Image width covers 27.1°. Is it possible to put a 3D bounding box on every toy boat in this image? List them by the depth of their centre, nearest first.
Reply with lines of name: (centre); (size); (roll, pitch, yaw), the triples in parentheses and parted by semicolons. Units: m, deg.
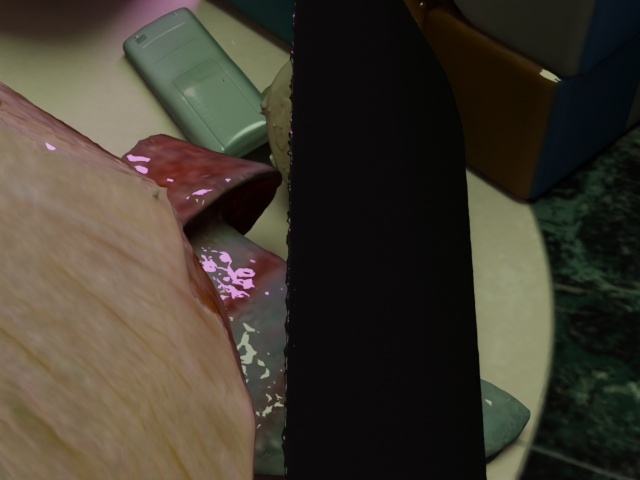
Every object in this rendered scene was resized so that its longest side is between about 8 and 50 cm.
toy boat: (-0.025, 0.064, 0.752); (0.282, 0.096, 0.206); (31, 55, 7)

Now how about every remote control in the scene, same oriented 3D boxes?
remote control: (-0.085, -0.111, 0.935); (0.061, 0.029, 0.162); (-32, 52, -10)

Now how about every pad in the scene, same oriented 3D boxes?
pad: (0.000, -0.001, 0.638); (0.063, 0.315, 0.375); (-13, 55, 20)

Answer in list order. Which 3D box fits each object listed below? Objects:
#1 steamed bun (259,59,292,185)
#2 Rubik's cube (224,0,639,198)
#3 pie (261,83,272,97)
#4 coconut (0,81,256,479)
steamed bun: (0.026, -0.065, 0.861); (0.112, 0.091, 0.130); (-34, 79, -33)
Rubik's cube: (0.149, -0.302, 0.940); (0.347, 0.344, 0.347); (36, 53, 25)
pie: (-0.005, -0.091, 0.938); (0.084, 0.021, 0.084); (0, 43, 0)
coconut: (-0.195, 0.077, 0.473); (0.415, 0.415, 0.344); (18, 44, 13)
